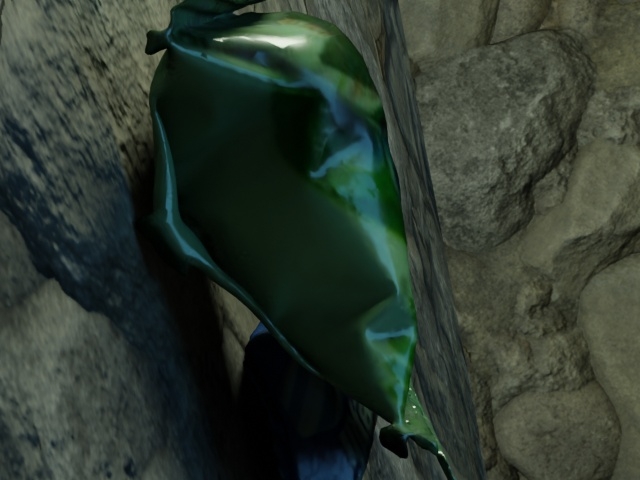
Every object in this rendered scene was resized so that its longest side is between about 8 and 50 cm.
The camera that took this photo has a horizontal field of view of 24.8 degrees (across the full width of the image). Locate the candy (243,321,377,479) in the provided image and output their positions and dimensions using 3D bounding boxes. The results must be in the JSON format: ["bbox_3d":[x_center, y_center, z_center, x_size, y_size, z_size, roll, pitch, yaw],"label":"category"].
[{"bbox_3d":[0.000,0.115,1.233,0.331,0.077,0.187,-64,136,-70],"label":"candy"}]

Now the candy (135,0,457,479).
[{"bbox_3d":[0.006,-0.003,1.067,0.398,0.172,0.263,59,13,-9],"label":"candy"}]
